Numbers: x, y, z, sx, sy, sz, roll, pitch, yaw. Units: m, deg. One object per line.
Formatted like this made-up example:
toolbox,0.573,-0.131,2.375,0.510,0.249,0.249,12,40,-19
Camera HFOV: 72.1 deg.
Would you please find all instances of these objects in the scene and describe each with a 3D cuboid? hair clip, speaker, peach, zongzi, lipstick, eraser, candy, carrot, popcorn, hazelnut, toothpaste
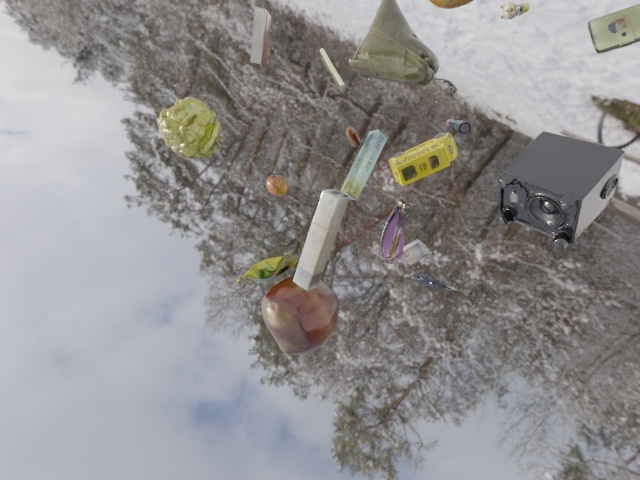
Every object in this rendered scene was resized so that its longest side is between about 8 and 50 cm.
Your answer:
hair clip,0.357,-0.047,2.051,0.096,0.358,0.110,33,-147,29
speaker,0.658,-0.143,1.228,0.254,0.184,0.232,-42,-133,-19
peach,-0.200,-0.251,2.025,0.101,0.100,0.100,21,-158,-9
zongzi,0.383,-0.813,1.784,0.448,0.417,0.181,22,-176,23
lipstick,0.000,0.000,1.576,0.076,0.371,0.080,31,-156,27
eraser,-0.189,-0.647,1.408,0.038,0.157,0.230,7,-158,-4
candy,-0.237,0.135,2.038,0.081,0.298,0.187,65,-172,18
carrot,0.134,-0.448,1.883,0.048,0.048,0.139,34,180,22
lipstick,0.586,-0.493,1.882,0.054,0.053,0.234,22,-161,-6
popcorn,-0.429,-0.367,1.479,0.235,0.181,0.216,7,138,57
hazelnut,-0.083,0.337,2.005,0.366,0.365,0.365,21,-158,-9
toothpaste,0.187,-0.325,1.900,0.071,0.312,0.089,29,175,-24

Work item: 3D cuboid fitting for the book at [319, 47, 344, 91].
book,0.031,-0.458,1.187,0.110,0.014,0.077,58,-174,-4

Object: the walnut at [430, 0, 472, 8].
walnut,0.430,-0.827,1.422,0.180,0.144,0.144,-1,-159,7

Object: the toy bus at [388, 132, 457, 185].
toy bus,0.513,-0.393,2.134,0.152,0.331,0.144,-107,-8,-64

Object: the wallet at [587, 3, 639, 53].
wallet,0.908,-0.640,1.332,0.155,0.110,0.039,-15,176,15

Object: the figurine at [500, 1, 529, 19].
figurine,0.567,-0.667,1.270,0.084,0.047,0.050,-19,-153,-14

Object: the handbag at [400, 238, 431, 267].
handbag,0.527,0.067,2.493,0.117,0.173,0.095,49,-154,-18

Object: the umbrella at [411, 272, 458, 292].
umbrella,0.565,0.206,2.173,0.071,0.070,0.248,4,-174,-41
